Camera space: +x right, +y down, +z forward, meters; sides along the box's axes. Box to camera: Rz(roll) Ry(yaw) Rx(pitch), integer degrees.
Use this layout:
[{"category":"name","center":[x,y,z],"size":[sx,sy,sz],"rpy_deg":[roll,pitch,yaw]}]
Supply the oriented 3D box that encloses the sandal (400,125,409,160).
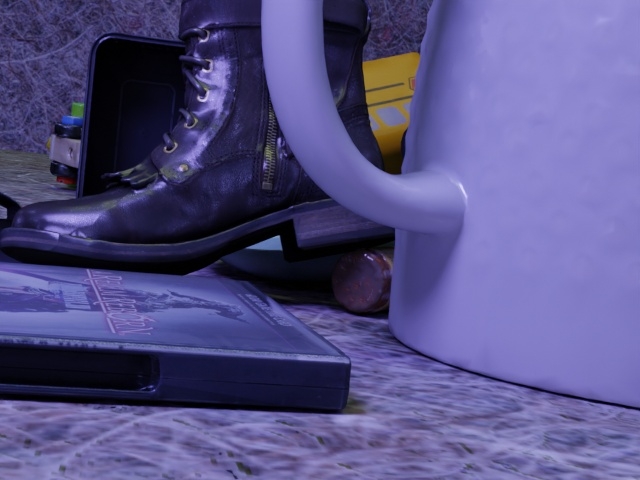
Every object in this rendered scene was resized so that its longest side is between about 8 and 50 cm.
[{"category":"sandal","center":[0.247,-0.032,1.152],"size":[0.445,0.167,0.107],"rpy_deg":[8,-24,-36]}]

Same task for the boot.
[{"category":"boot","center":[-0.072,-0.097,0.680],"size":[0.263,0.229,0.091],"rpy_deg":[-6,-7,-19]}]

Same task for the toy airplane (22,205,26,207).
[{"category":"toy airplane","center":[-0.157,-0.005,0.850],"size":[0.151,0.028,0.151],"rpy_deg":[6,4,0]}]

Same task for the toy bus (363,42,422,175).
[{"category":"toy bus","center":[0.047,-0.110,1.139],"size":[0.332,0.108,0.130],"rpy_deg":[-17,53,-31]}]

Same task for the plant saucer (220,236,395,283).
[{"category":"plant saucer","center":[0.000,0.000,0.815],"size":[0.195,0.037,0.195],"rpy_deg":[-4,13,1]}]

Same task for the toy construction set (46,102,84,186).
[{"category":"toy construction set","center":[-0.244,-0.124,1.506],"size":[0.215,0.151,0.327],"rpy_deg":[0,-3,-39]}]

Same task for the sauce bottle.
[{"category":"sauce bottle","center":[0.055,0.024,0.717],"size":[0.042,0.042,0.128],"rpy_deg":[10,6,34]}]

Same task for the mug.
[{"category":"mug","center":[0.147,-0.099,0.581],"size":[0.374,0.328,0.276],"rpy_deg":[4,5,-24]}]

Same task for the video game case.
[{"category":"video game case","center":[-0.145,0.032,0.474],"size":[0.274,0.026,0.196],"rpy_deg":[4,6,-16]}]

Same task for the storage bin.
[{"category":"storage bin","center":[-0.166,-0.102,1.061],"size":[0.122,0.180,0.084],"rpy_deg":[5,4,-13]}]

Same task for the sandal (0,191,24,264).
[{"category":"sandal","center":[-0.246,-0.021,0.759],"size":[0.254,0.054,0.097],"rpy_deg":[9,6,26]}]
